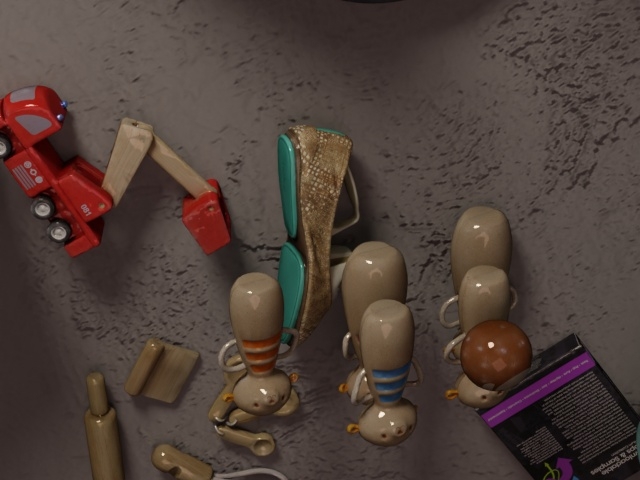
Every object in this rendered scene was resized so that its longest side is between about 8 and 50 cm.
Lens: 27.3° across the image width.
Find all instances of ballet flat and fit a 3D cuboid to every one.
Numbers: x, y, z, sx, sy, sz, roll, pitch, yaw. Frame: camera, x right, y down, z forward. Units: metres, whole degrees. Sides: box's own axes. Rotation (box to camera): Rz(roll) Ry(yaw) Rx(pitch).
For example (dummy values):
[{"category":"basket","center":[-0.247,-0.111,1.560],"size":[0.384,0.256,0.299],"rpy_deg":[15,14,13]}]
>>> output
[{"category":"ballet flat","center":[0.000,0.000,1.104],"size":[0.067,0.073,0.206],"rpy_deg":[-7,123,-17]}]

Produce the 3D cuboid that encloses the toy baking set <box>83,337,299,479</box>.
[{"category":"toy baking set","center":[-0.118,0.204,1.221],"size":[0.197,0.030,0.256],"rpy_deg":[0,118,-5]}]

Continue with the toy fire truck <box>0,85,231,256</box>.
[{"category":"toy fire truck","center":[-0.171,-0.055,1.071],"size":[0.135,0.047,0.192],"rpy_deg":[-26,116,9]}]

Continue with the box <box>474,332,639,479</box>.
[{"category":"box","center":[0.233,0.175,1.235],"size":[0.116,0.029,0.162],"rpy_deg":[-33,114,14]}]

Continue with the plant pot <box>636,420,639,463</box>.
[{"category":"plant pot","center":[0.420,0.157,1.122],"size":[0.272,0.271,0.255],"rpy_deg":[33,125,-19]}]

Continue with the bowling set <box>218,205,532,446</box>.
[{"category":"bowling set","center":[0.077,0.101,1.048],"size":[0.287,0.200,0.154],"rpy_deg":[-15,123,-22]}]

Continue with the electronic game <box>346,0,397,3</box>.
[{"category":"electronic game","center":[0.042,-0.285,0.965],"size":[0.229,0.048,0.229],"rpy_deg":[-1,118,-3]}]
